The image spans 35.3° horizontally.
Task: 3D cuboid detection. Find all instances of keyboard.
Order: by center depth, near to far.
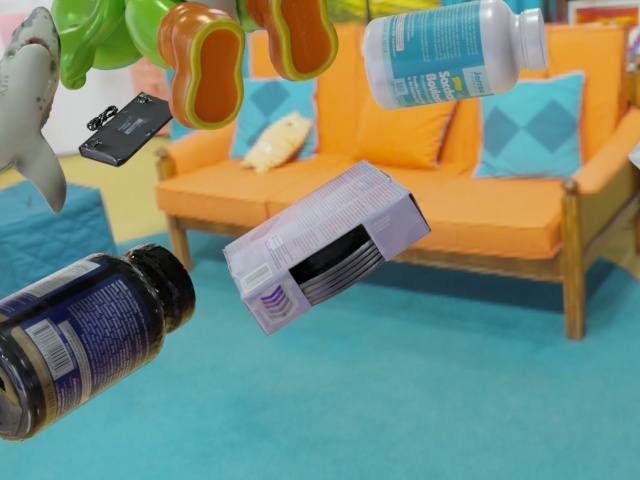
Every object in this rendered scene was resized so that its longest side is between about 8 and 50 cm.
[{"bbox_3d":[-0.307,-0.177,1.581,0.108,0.023,0.180,21,43,15],"label":"keyboard"}]

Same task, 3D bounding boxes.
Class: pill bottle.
[{"bbox_3d":[-0.226,0.085,0.952,0.123,0.122,0.219,10,28,38],"label":"pill bottle"},{"bbox_3d":[0.209,-0.288,1.542,0.264,0.146,0.146,-6,21,20],"label":"pill bottle"}]

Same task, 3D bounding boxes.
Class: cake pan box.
[{"bbox_3d":[0.000,0.000,1.322,0.246,0.070,0.267,-35,17,-2],"label":"cake pan box"}]

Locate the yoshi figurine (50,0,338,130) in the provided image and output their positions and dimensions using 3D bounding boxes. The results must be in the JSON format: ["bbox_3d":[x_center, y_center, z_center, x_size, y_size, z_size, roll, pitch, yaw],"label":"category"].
[{"bbox_3d":[-0.152,-0.210,0.953,0.362,0.203,0.204,38,10,40],"label":"yoshi figurine"}]

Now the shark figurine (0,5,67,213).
[{"bbox_3d":[-0.332,-0.071,0.851,0.278,0.166,0.116,-26,13,-21],"label":"shark figurine"}]

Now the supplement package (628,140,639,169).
[{"bbox_3d":[0.358,-0.013,0.591,0.145,0.262,0.204,-52,14,3],"label":"supplement package"}]
